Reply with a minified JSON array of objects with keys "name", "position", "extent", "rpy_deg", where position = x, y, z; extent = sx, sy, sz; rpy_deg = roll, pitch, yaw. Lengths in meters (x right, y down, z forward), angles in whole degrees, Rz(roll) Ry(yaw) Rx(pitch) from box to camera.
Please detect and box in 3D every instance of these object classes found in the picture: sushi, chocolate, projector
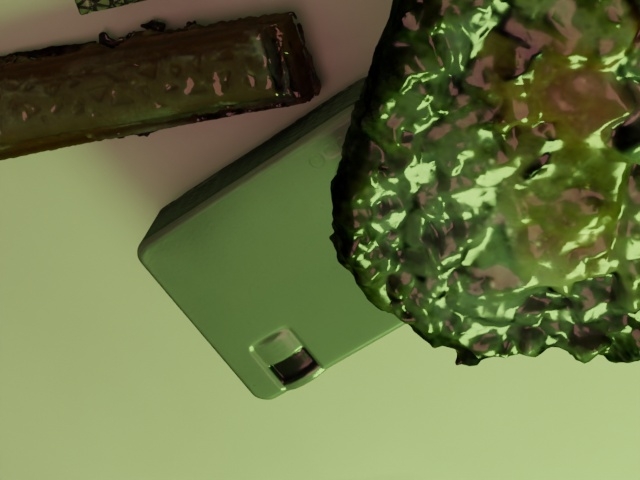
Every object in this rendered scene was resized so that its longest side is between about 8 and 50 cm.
[{"name":"sushi","position":[0.170,-0.081,1.183],"extent":[0.294,0.178,0.352],"rpy_deg":[16,122,-3]},{"name":"chocolate","position":[-0.165,-0.127,1.399],"extent":[0.329,0.065,0.102],"rpy_deg":[-8,116,18]},{"name":"projector","position":[0.000,0.000,1.411],"extent":[0.256,0.099,0.192],"rpy_deg":[-32,106,24]}]

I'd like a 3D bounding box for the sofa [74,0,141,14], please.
[{"name":"sofa","position":[-0.150,-0.229,1.355],"extent":[0.118,0.039,0.060],"rpy_deg":[-11,114,17]}]
